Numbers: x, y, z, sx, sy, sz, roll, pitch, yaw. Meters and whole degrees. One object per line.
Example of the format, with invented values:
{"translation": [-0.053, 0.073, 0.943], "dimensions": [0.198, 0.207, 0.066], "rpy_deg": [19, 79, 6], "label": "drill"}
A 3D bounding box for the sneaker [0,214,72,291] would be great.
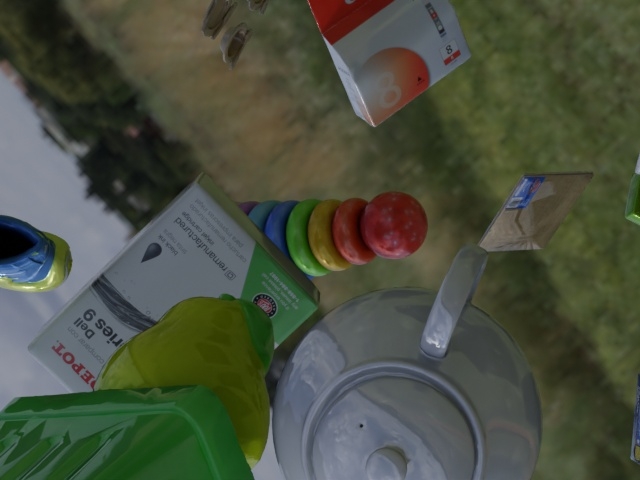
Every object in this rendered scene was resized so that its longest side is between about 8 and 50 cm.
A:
{"translation": [-0.403, 0.001, 1.896], "dimensions": [0.126, 0.240, 0.091], "rpy_deg": [81, -169, -71], "label": "sneaker"}

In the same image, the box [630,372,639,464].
{"translation": [0.385, 0.178, 1.734], "dimensions": [0.027, 0.137, 0.094], "rpy_deg": [-149, 57, -62], "label": "box"}

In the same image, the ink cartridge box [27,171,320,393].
{"translation": [-0.173, 0.095, 2.023], "dimensions": [0.211, 0.289, 0.121], "rpy_deg": [45, -174, -7], "label": "ink cartridge box"}

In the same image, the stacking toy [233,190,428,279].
{"translation": [0.000, 0.000, 2.276], "dimensions": [0.330, 0.141, 0.141], "rpy_deg": [-7, 141, 37], "label": "stacking toy"}

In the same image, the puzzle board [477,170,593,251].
{"translation": [0.237, -0.033, 1.884], "dimensions": [0.096, 0.128, 0.011], "rpy_deg": [-2, -130, -29], "label": "puzzle board"}

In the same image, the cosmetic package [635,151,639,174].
{"translation": [0.458, -0.163, 1.496], "dimensions": [0.284, 0.097, 0.377], "rpy_deg": [23, 139, 17], "label": "cosmetic package"}

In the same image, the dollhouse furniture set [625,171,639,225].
{"translation": [0.605, -0.121, 2.550], "dimensions": [0.151, 0.198, 0.301], "rpy_deg": [16, 167, -13], "label": "dollhouse furniture set"}

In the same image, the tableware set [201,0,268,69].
{"translation": [-0.094, -0.292, 2.067], "dimensions": [0.020, 0.141, 0.169], "rpy_deg": [29, 173, 14], "label": "tableware set"}

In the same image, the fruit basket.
{"translation": [-0.159, 0.229, 1.615], "dimensions": [0.392, 0.392, 0.283], "rpy_deg": [-126, 16, -80], "label": "fruit basket"}

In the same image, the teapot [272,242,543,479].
{"translation": [0.069, 0.160, 1.420], "dimensions": [0.187, 0.252, 0.256], "rpy_deg": [-37, -76, -77], "label": "teapot"}

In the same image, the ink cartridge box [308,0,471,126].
{"translation": [0.077, -0.233, 1.827], "dimensions": [0.045, 0.145, 0.179], "rpy_deg": [39, 161, 46], "label": "ink cartridge box"}
